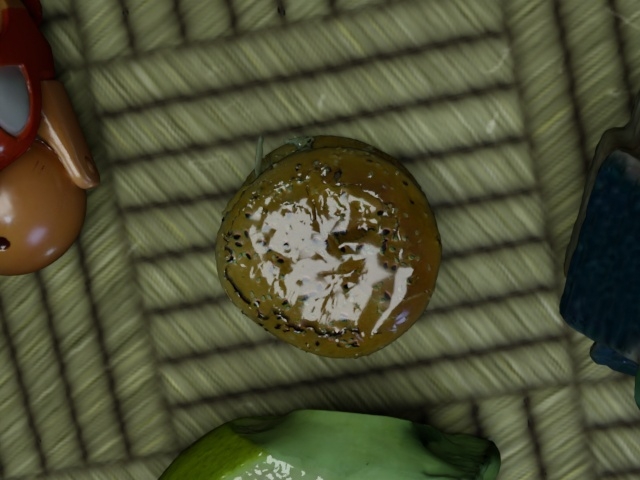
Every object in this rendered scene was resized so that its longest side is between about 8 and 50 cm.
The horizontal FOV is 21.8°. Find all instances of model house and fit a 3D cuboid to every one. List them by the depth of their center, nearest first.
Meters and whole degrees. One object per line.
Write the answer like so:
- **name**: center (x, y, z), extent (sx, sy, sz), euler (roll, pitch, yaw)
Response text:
- **model house**: center (0.307, -0.016, 1.166), extent (0.243, 0.284, 0.298), euler (16, 105, 8)

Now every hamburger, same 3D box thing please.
- **hamburger**: center (0.000, 0.000, 1.288), extent (0.177, 0.113, 0.185), euler (-30, 99, 14)

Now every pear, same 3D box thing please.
- **pear**: center (-0.006, 0.262, 1.325), extent (0.281, 0.176, 0.286), euler (5, 100, 8)

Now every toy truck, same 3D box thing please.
- **toy truck**: center (-0.279, -0.082, 1.234), extent (0.189, 0.265, 0.239), euler (-24, 89, 13)
